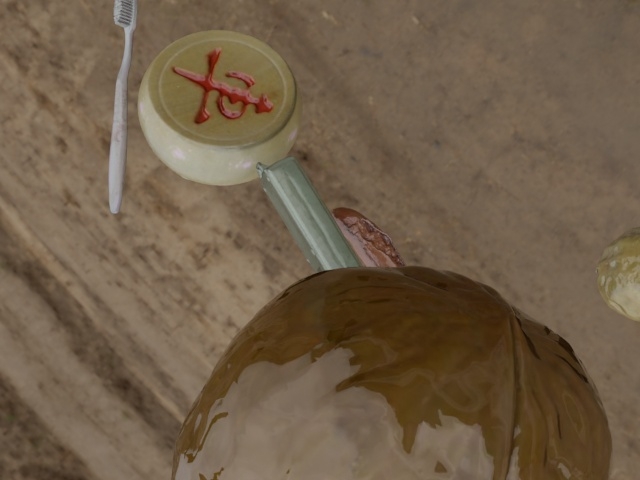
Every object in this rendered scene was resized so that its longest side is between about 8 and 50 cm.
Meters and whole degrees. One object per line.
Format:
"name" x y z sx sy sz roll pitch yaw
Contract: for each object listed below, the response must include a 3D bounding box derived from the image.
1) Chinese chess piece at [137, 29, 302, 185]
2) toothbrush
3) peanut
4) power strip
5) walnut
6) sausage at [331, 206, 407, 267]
"Chinese chess piece" -0.151 -0.205 1.409 0.250 0.251 0.097 36 152 10
"toothbrush" -0.266 -0.187 1.222 0.025 0.307 0.029 -7 167 40
"peanut" 0.474 0.024 1.179 0.149 0.149 0.313 41 155 2
"power strip" 0.000 0.000 1.268 0.272 0.052 0.078 59 165 8
"walnut" 0.052 0.197 0.801 0.354 0.308 0.398 17 124 -31
"sausage" 0.119 0.064 1.582 0.304 0.078 0.078 58 146 7
